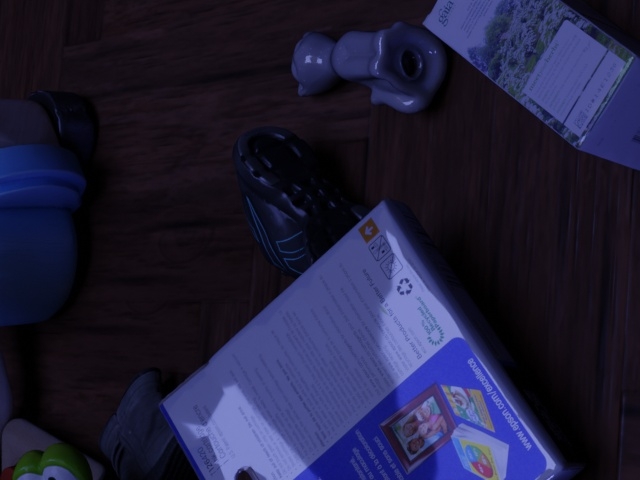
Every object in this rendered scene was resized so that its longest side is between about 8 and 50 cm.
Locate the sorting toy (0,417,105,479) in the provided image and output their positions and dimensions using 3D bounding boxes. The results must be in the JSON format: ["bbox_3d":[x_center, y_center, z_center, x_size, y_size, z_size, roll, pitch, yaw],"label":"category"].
[{"bbox_3d":[-0.299,0.358,1.881,0.307,0.041,0.229,19,107,48],"label":"sorting toy"}]

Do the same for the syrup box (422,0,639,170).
[{"bbox_3d":[0.205,-0.166,1.424,0.237,0.096,0.093,47,114,42],"label":"syrup box"}]

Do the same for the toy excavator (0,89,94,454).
[{"bbox_3d":[-0.428,0.085,2.001,0.433,0.222,0.445,-37,65,38],"label":"toy excavator"}]

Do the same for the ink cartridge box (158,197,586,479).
[{"bbox_3d":[0.038,0.174,1.466,0.307,0.072,0.303,-44,63,21],"label":"ink cartridge box"}]

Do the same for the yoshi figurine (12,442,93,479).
[{"bbox_3d":[-0.249,0.393,1.651,0.203,0.204,0.362,165,84,-78],"label":"yoshi figurine"}]

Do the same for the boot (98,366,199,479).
[{"bbox_3d":[-0.168,0.195,1.769,0.246,0.083,0.161,-54,44,27],"label":"boot"}]

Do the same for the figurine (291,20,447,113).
[{"bbox_3d":[0.044,-0.240,1.635,0.209,0.092,0.214,11,91,56],"label":"figurine"}]

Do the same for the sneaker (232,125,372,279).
[{"bbox_3d":[0.000,0.000,1.636,0.267,0.101,0.106,54,150,32],"label":"sneaker"}]
